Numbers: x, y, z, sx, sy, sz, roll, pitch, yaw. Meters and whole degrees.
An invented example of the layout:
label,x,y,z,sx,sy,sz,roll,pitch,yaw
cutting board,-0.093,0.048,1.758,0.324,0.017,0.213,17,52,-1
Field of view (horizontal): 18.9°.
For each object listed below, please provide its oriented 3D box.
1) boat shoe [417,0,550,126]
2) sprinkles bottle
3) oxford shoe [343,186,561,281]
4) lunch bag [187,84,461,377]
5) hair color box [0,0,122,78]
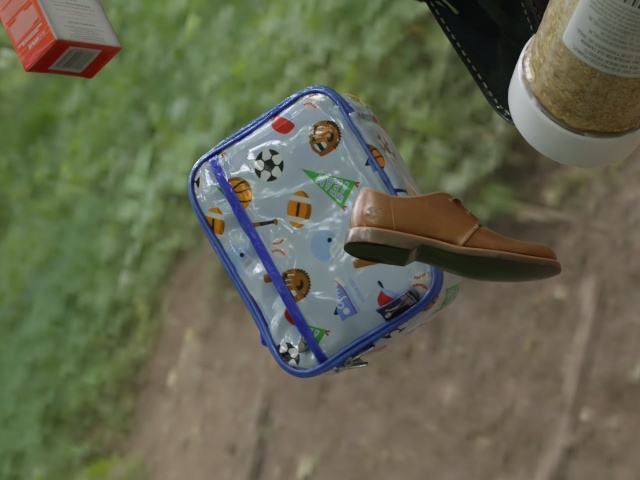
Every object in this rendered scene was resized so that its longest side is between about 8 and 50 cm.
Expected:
label,x,y,z,sx,sy,sz,roll,pitch,yaw
boat shoe,0.119,-0.297,1.824,0.156,0.186,0.500,-44,-57,-30
sprinkles bottle,0.239,-0.194,1.439,0.355,0.121,0.121,108,178,-59
oxford shoe,0.131,-0.008,1.826,0.076,0.212,0.076,127,154,-66
lunch bag,0.000,0.000,2.134,0.303,0.243,0.115,62,-164,12
hair color box,-0.214,-0.193,1.462,0.043,0.141,0.072,-39,-24,31
